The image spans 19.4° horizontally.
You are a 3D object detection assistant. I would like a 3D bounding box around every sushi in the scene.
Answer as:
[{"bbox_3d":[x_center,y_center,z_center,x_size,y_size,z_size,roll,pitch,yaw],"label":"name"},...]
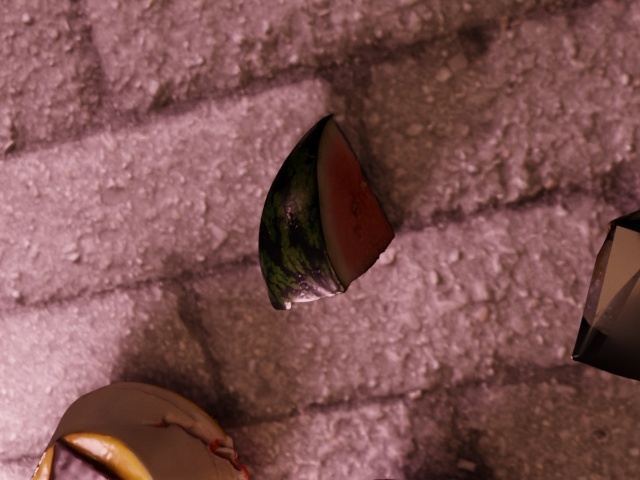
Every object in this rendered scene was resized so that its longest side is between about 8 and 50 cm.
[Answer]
[{"bbox_3d":[0.361,0.070,1.648,0.272,0.109,0.134,20,113,1],"label":"sushi"}]

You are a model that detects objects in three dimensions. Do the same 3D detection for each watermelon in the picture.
[{"bbox_3d":[-0.019,-0.005,1.783,0.145,0.193,0.137,-22,143,32],"label":"watermelon"}]

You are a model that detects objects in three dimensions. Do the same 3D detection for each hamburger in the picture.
[{"bbox_3d":[-0.202,0.284,1.958,0.227,0.151,0.295,40,128,13],"label":"hamburger"}]

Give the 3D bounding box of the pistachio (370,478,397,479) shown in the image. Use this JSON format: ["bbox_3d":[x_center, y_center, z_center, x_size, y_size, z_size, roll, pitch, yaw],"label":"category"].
[{"bbox_3d":[0.067,0.374,1.826,0.238,0.229,0.321,0,123,-10],"label":"pistachio"}]
